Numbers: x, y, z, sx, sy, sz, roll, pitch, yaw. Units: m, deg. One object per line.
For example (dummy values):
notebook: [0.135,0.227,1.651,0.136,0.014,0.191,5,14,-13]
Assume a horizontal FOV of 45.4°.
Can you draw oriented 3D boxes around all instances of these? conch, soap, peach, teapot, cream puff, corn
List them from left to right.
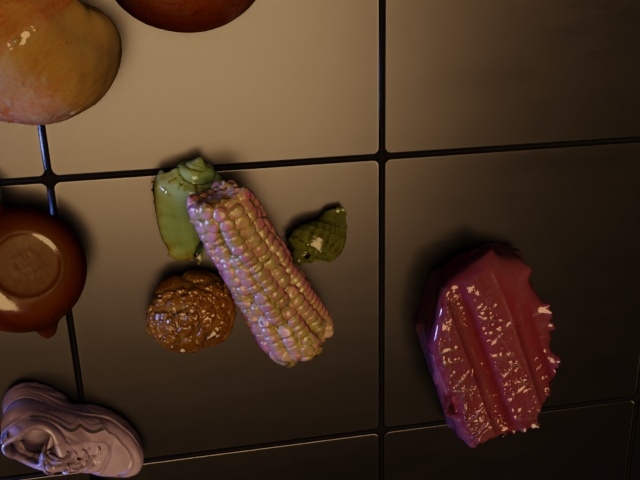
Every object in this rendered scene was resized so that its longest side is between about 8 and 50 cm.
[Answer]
teapot: [-0.442,0.027,1.089,0.178,0.135,0.252,-31,95,-35]
peach: [-0.377,-0.239,0.961,0.233,0.232,0.232,-4,109,-10]
conch: [-0.205,-0.046,1.133,0.106,0.079,0.170,14,109,-1]
cream puff: [-0.197,0.114,1.170,0.144,0.103,0.126,-10,112,-5]
corn: [-0.090,0.052,1.136,0.127,0.126,0.335,-29,122,0]
conch: [0.000,0.000,1.201,0.121,0.074,0.089,-47,145,-11]
soap: [0.272,0.167,1.269,0.220,0.127,0.324,-22,111,-4]

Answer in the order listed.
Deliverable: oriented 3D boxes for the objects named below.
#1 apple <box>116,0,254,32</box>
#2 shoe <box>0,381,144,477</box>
apple: [-0.184,-0.384,0.940,0.254,0.253,0.253,-4,109,-10]
shoe: [-0.386,0.318,1.186,0.245,0.137,0.095,33,104,-19]
